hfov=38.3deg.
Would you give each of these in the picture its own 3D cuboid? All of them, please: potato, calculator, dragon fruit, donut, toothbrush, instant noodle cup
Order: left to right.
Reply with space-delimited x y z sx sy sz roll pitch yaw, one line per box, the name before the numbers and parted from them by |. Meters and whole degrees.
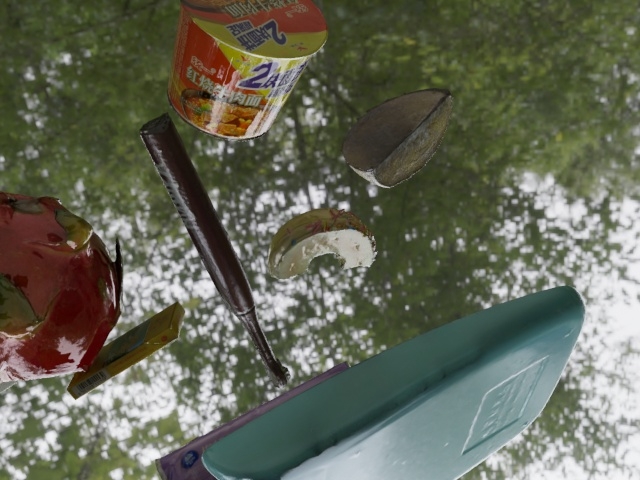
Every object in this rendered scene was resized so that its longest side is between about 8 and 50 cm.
dragon fruit | -0.343 0.053 1.095 0.224 0.227 0.224 0 -179 0
toothbrush | -0.106 0.026 1.014 0.041 0.363 0.041 -18 -152 10
instant noodle cup | -0.116 -0.255 1.287 0.213 0.174 0.213 15 -136 -14
donut | 0.003 -0.003 1.350 0.166 0.108 0.065 -6 -133 -16
potato | 0.124 -0.166 1.620 0.120 0.100 0.261 19 -130 36
calculator | 0.081 0.163 0.795 0.386 0.256 0.054 -23 -126 -25

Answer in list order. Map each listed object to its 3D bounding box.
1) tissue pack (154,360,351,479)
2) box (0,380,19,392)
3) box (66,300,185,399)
tissue pack | -0.049 0.368 1.402 0.338 0.160 0.242 -27 -104 -1
box | -0.455 0.148 1.259 0.035 0.139 0.245 11 -155 25
box | -0.241 0.137 1.154 0.155 0.023 0.087 -31 -166 8
